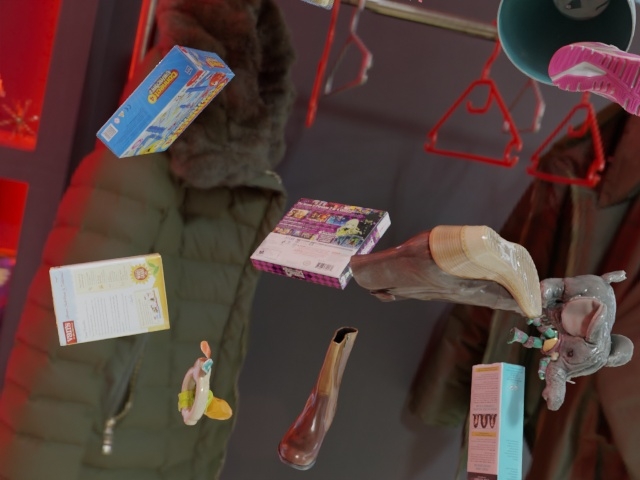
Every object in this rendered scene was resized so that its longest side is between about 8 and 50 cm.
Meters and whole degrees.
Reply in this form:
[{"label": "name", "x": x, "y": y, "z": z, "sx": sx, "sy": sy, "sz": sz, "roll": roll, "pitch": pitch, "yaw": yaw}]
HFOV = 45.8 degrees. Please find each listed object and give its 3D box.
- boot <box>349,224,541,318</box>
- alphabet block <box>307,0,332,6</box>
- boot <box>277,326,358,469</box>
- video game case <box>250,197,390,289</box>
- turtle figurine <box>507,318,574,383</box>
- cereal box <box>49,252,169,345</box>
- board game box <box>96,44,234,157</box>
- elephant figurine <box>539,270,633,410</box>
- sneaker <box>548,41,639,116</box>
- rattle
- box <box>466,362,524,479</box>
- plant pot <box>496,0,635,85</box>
[{"label": "boot", "x": 0.185, "y": 0.056, "z": 1.081, "sx": 0.207, "sy": 0.090, "sz": 0.248, "roll": -15, "pitch": -36, "yaw": 32}, {"label": "alphabet block", "x": -0.039, "y": -0.645, "z": 1.698, "sx": 0.193, "sy": 0.197, "sz": 0.192, "roll": 19, "pitch": 15, "yaw": -2}, {"label": "boot", "x": 0.007, "y": 0.355, "z": 1.724, "sx": 0.096, "sy": 0.280, "sz": 0.264, "roll": 25, "pitch": 19, "yaw": 17}, {"label": "video game case", "x": 0.000, "y": 0.000, "z": 1.615, "sx": 0.232, "sy": 0.042, "sz": 0.210, "roll": 11, "pitch": 47, "yaw": 33}, {"label": "turtle figurine", "x": 0.629, "y": 0.290, "z": 2.039, "sx": 0.234, "sy": 0.175, "sz": 0.118, "roll": 34, "pitch": 5, "yaw": -6}, {"label": "cereal box", "x": -0.466, "y": 0.129, "z": 1.685, "sx": 0.240, "sy": 0.173, "sz": 0.047, "roll": -7, "pitch": 9, "yaw": -16}, {"label": "board game box", "x": -0.395, "y": -0.359, "z": 1.980, "sx": 0.086, "sy": 0.308, "sz": 0.302, "roll": 46, "pitch": 15, "yaw": 0}, {"label": "elephant figurine", "x": 0.501, "y": 0.184, "z": 1.432, "sx": 0.169, "sy": 0.186, "sz": 0.239, "roll": 10, "pitch": 34, "yaw": -10}, {"label": "sneaker", "x": 0.537, "y": -0.307, "z": 1.384, "sx": 0.252, "sy": 0.103, "sz": 0.111, "roll": 20, "pitch": 29, "yaw": -2}, {"label": "rattle", "x": -0.237, "y": 0.327, "z": 1.727, "sx": 0.142, "sy": 0.200, "sz": 0.130, "roll": 20, "pitch": 17, "yaw": -12}, {"label": "box", "x": 0.349, "y": 0.371, "z": 1.509, "sx": 0.060, "sy": 0.244, "sz": 0.100, "roll": 13, "pitch": -17, "yaw": -23}, {"label": "plant pot", "x": 0.567, "y": -0.523, "z": 1.703, "sx": 0.290, "sy": 0.290, "sz": 0.195, "roll": 16, "pitch": 46, "yaw": 22}]
